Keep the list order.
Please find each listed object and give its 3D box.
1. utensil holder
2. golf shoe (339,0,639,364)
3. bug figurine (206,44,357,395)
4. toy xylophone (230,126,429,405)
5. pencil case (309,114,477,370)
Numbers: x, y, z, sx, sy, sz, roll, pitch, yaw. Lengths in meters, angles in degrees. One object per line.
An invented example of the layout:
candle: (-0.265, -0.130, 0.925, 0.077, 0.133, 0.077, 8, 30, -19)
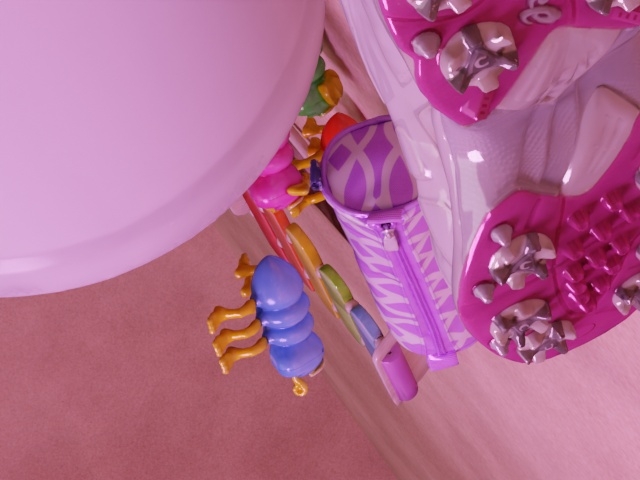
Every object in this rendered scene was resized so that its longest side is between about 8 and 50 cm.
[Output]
utensil holder: (-0.175, -0.193, 0.671, 0.327, 0.328, 0.385, 50, 170, 21)
golf shoe: (0.071, -0.070, 0.585, 0.306, 0.115, 0.140, 71, 172, -51)
bug figurine: (-0.015, -0.041, 1.051, 0.279, 0.072, 0.216, -68, -33, -53)
toy xylophone: (0.000, 0.000, 1.496, 0.322, 0.081, 0.236, 47, 171, 39)
pencil case: (0.062, 0.002, 1.025, 0.206, 0.086, 0.088, 60, -165, -55)
